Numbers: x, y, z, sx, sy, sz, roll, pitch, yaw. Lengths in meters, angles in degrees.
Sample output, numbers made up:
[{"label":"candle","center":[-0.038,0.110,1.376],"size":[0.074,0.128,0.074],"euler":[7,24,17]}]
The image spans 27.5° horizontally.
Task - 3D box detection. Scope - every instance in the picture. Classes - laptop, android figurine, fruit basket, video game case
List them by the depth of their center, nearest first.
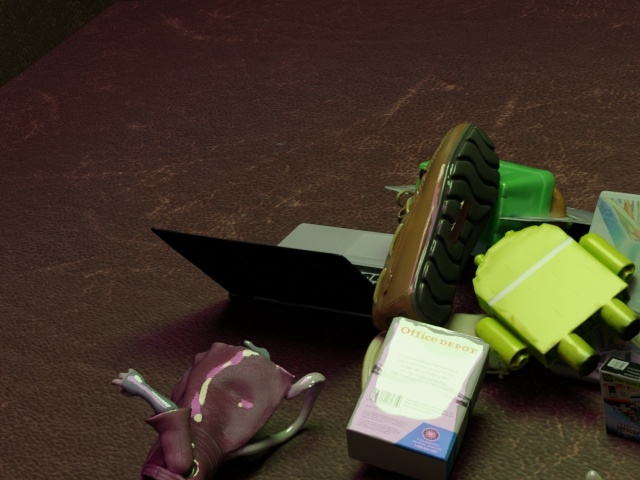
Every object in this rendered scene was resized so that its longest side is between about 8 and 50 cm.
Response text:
[{"label":"video game case","center":[0.527,0.084,1.912],"size":[0.329,0.036,0.300],"euler":[9,73,35]},{"label":"android figurine","center":[0.339,0.080,1.937],"size":[0.248,0.056,0.273],"euler":[-39,50,-10]},{"label":"laptop","center":[0.000,0.000,2.245],"size":[0.381,0.236,0.408],"euler":[8,35,32]},{"label":"fruit basket","center":[0.339,-0.049,2.284],"size":[0.327,0.166,0.353],"euler":[18,6,41]}]

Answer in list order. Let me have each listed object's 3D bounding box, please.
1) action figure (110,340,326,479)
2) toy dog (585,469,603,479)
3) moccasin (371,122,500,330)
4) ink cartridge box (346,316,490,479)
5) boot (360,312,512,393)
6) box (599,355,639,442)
[{"label":"action figure","center":[-0.184,0.316,1.854],"size":[0.275,0.248,0.370],"euler":[21,33,4]},{"label":"toy dog","center":[0.485,0.229,1.454],"size":[0.284,0.408,0.395],"euler":[-32,34,-32]},{"label":"moccasin","center":[0.178,-0.022,2.047],"size":[0.147,0.139,0.380],"euler":[-8,56,47]},{"label":"ink cartridge box","center":[0.140,0.225,1.847],"size":[0.148,0.086,0.203],"euler":[16,54,16]},{"label":"boot","center":[0.184,0.186,1.989],"size":[0.203,0.095,0.262],"euler":[2,29,22]},{"label":"box","center":[0.480,0.233,1.758],"size":[0.207,0.114,0.036],"euler":[13,37,39]}]
